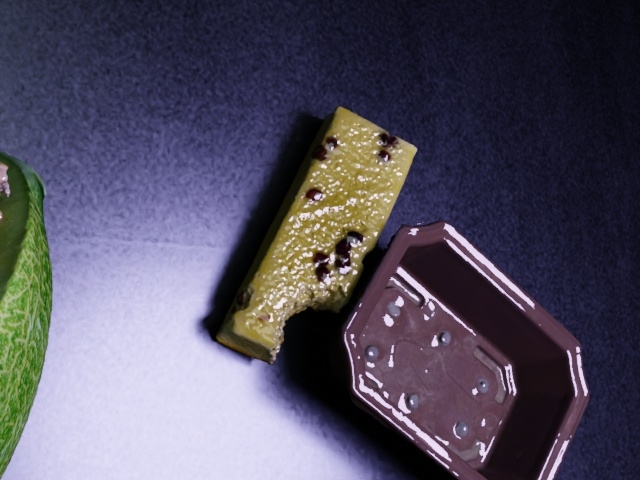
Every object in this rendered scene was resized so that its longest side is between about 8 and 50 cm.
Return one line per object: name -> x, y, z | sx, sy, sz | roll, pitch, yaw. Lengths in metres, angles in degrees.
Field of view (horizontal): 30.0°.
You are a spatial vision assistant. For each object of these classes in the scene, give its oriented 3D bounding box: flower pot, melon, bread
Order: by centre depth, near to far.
melon -> -0.243, 0.087, 0.771 | 0.124, 0.196, 0.324 | 25, 63, 2
bread -> 0.000, 0.000, 0.989 | 0.088, 0.049, 0.226 | 29, 68, -10
flower pot -> 0.108, 0.111, 1.031 | 0.251, 0.084, 0.179 | 40, 64, -20

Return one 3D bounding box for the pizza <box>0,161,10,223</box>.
pizza -> -0.297, 0.005, 0.738 | 0.185, 0.052, 0.195 | 5, 59, 5
